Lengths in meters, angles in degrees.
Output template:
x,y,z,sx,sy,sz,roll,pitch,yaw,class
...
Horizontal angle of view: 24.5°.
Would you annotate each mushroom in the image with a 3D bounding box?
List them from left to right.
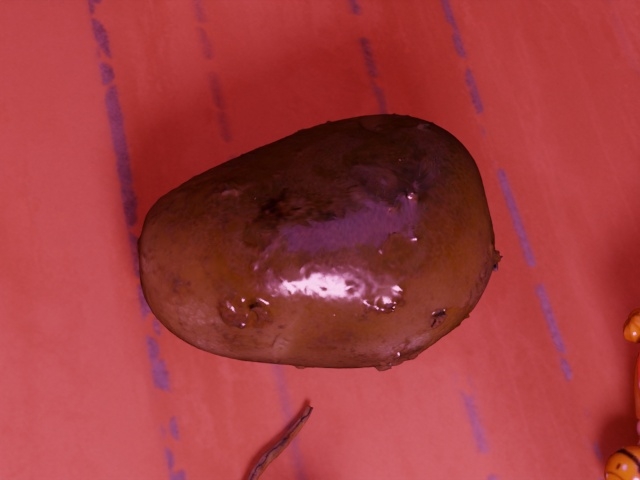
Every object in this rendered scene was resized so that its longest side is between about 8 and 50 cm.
x,y,z,sx,sy,sz,roll,pitch,yaw,class
-0.084,0.261,1.412,0.026,0.028,0.286,5,40,43,mushroom

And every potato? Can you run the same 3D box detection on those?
x,y,z,sx,sy,sz,roll,pitch,yaw,class
0.001,0.015,1.480,0.359,0.219,0.269,-18,54,-16,potato

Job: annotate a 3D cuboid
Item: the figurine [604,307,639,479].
x,y,z,sx,sy,sz,roll,pitch,yaw,class
0.437,0.175,1.494,0.320,0.196,0.323,-15,72,-16,figurine
